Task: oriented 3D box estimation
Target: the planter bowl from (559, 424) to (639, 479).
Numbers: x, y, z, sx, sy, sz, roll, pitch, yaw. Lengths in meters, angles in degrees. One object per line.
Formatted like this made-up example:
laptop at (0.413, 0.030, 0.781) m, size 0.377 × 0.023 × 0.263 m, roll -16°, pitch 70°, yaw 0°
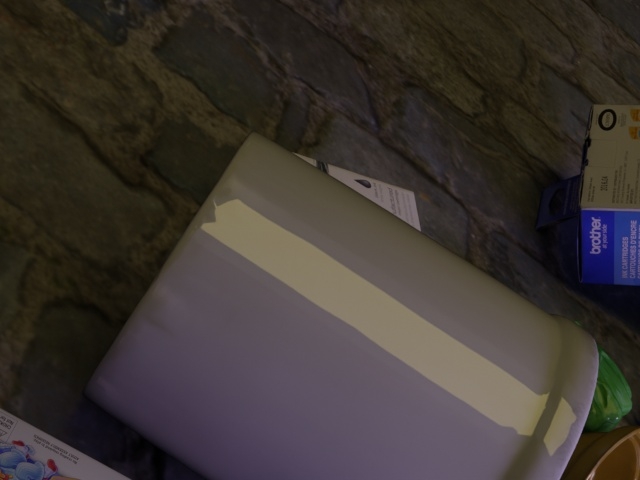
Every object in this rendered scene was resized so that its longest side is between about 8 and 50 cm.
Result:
planter bowl at (0.309, 0.289, 1.352) m, size 0.217 × 0.217 × 0.090 m, roll -6°, pitch 25°, yaw -40°

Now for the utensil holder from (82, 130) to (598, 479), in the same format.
utensil holder at (0.015, 0.120, 1.144) m, size 0.385 × 0.327 × 0.327 m, roll 34°, pitch 41°, yaw -5°

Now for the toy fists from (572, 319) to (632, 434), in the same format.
toy fists at (0.267, 0.196, 1.440) m, size 0.279 × 0.096 × 0.142 m, roll -10°, pitch 53°, yaw -40°

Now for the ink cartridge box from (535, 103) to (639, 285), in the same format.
ink cartridge box at (0.512, -0.067, 1.690) m, size 0.396 × 0.151 × 0.270 m, roll 4°, pitch 39°, yaw 15°

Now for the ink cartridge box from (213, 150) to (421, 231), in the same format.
ink cartridge box at (0.000, 0.000, 1.406) m, size 0.237 × 0.100 × 0.172 m, roll 16°, pitch 45°, yaw -25°

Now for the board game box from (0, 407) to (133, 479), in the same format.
board game box at (-0.236, 0.292, 0.984) m, size 0.347 × 0.078 × 0.233 m, roll 31°, pitch 41°, yaw -11°
